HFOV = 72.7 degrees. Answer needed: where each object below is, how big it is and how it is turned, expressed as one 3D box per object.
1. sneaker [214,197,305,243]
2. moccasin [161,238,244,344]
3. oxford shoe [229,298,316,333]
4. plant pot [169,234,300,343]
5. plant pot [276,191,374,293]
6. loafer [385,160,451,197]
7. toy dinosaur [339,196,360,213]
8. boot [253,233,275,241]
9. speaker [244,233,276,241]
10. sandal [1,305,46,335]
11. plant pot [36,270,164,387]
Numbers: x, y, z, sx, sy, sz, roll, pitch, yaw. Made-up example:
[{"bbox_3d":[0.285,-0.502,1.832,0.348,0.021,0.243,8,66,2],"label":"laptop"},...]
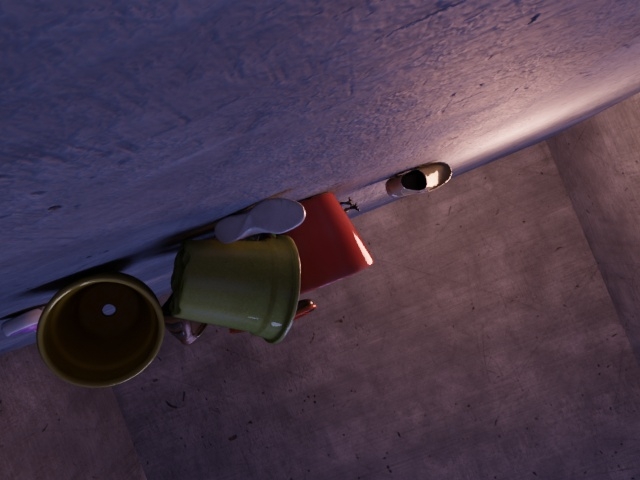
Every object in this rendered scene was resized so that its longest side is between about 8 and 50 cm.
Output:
[{"bbox_3d":[-0.132,-0.050,0.997,0.212,0.080,0.094,-12,-175,12],"label":"sneaker"},{"bbox_3d":[-0.307,0.127,1.241,0.139,0.147,0.380,-7,-145,16],"label":"moccasin"},{"bbox_3d":[-0.145,0.193,1.237,0.271,0.098,0.097,-15,169,14],"label":"oxford shoe"},{"bbox_3d":[-0.219,0.104,1.051,0.253,0.276,0.276,9,164,-26],"label":"plant pot"},{"bbox_3d":[-0.009,0.004,1.289,0.274,0.243,0.275,-21,179,0],"label":"plant pot"},{"bbox_3d":[0.365,-0.215,1.553,0.268,0.102,0.092,-21,-176,-16],"label":"loafer"},{"bbox_3d":[0.080,-0.123,1.672,0.118,0.064,0.268,-15,-177,22],"label":"toy dinosaur"},{"bbox_3d":[-0.165,0.048,1.518,0.082,0.106,0.219,-39,153,-13],"label":"boot"},{"bbox_3d":[-0.154,0.010,1.709,0.296,0.131,0.131,-21,178,-33],"label":"speaker"},{"bbox_3d":[-0.797,0.247,1.354,0.169,0.102,0.416,-22,179,10],"label":"sandal"},{"bbox_3d":[-0.518,0.191,1.056,0.254,0.254,0.239,-21,-167,-19],"label":"plant pot"}]
